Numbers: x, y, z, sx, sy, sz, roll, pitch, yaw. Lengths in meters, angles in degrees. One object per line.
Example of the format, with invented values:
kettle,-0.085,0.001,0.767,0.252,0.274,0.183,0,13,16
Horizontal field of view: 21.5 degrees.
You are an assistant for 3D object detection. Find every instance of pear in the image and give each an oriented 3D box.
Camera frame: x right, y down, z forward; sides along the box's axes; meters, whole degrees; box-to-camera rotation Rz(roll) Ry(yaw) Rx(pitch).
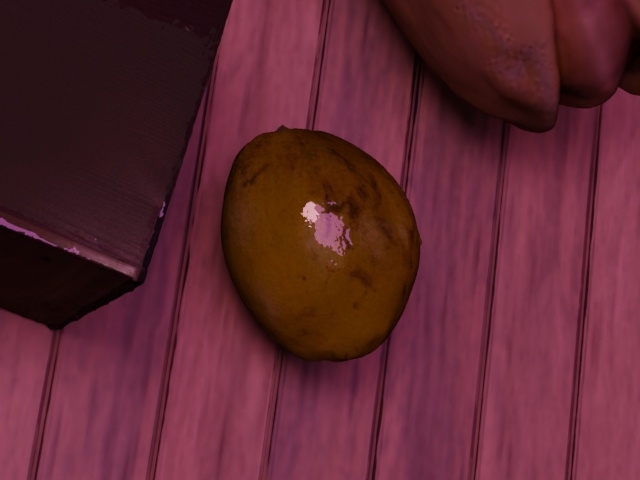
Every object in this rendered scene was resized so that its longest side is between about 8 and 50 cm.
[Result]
pear,0.000,0.000,0.906,0.107,0.107,0.131,-14,89,-25

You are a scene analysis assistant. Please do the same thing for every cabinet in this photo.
cabinet,-0.183,-0.082,0.829,0.215,0.148,0.174,23,69,-20

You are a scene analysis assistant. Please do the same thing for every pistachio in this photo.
pistachio,0.095,-0.205,0.955,0.162,0.181,0.293,-18,90,-9
